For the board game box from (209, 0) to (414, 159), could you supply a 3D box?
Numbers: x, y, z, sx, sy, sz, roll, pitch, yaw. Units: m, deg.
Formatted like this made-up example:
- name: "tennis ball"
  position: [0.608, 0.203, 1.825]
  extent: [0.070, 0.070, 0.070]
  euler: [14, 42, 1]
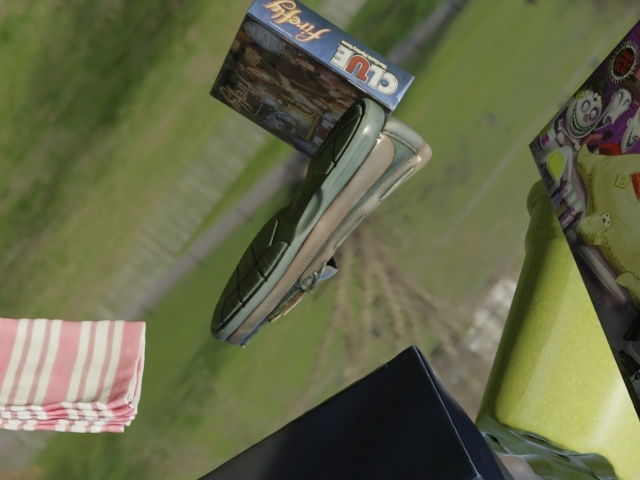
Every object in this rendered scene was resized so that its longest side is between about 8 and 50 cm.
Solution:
- name: "board game box"
  position: [-0.014, -0.152, 1.768]
  extent: [0.042, 0.165, 0.243]
  euler: [-58, -178, -17]

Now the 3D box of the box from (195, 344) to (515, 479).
- name: "box"
  position: [0.047, 0.299, 1.567]
  extent: [0.294, 0.182, 0.296]
  euler: [-33, 130, 5]

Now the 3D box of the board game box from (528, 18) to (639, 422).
- name: "board game box"
  position: [0.282, -0.024, 1.389]
  extent: [0.208, 0.056, 0.347]
  euler: [-47, -143, 28]

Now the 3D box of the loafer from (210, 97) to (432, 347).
- name: "loafer"
  position: [0.000, 0.000, 1.616]
  extent: [0.267, 0.084, 0.096]
  euler: [-55, -160, 21]

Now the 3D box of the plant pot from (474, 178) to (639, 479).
- name: "plant pot"
  position: [0.283, 0.113, 1.784]
  extent: [0.276, 0.276, 0.254]
  euler: [93, 23, -74]

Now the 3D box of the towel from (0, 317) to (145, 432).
- name: "towel"
  position: [-0.242, 0.100, 1.448]
  extent: [0.144, 0.197, 0.029]
  euler: [-93, -173, -62]
